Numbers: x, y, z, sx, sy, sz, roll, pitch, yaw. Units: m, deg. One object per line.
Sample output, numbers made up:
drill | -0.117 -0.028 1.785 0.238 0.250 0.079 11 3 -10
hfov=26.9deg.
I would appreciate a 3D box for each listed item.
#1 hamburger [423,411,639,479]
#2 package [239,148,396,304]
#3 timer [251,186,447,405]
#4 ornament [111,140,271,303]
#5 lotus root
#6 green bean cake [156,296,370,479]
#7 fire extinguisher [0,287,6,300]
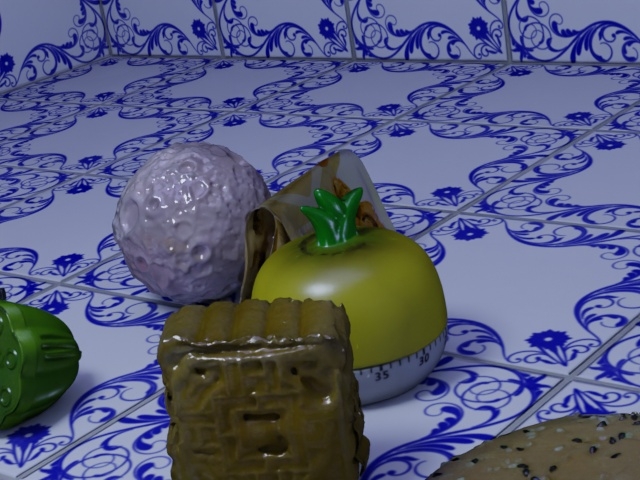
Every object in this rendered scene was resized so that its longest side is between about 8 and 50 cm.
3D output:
hamburger | 0.243 0.276 1.150 0.318 0.195 0.277 9 28 37
package | -0.025 0.015 2.057 0.165 0.221 0.311 -23 11 29
timer | 0.031 0.054 1.753 0.285 0.285 0.285 -8 19 3
ornament | -0.191 -0.021 2.104 0.225 0.259 0.259 35 38 20
lotus root | -0.397 0.162 1.841 0.186 0.186 0.186 -8 19 3
green bean cake | -0.065 0.185 1.502 0.230 0.224 0.131 -4 20 5
fire extinguisher | -0.580 0.099 2.283 0.083 0.022 0.028 -8 50 3
